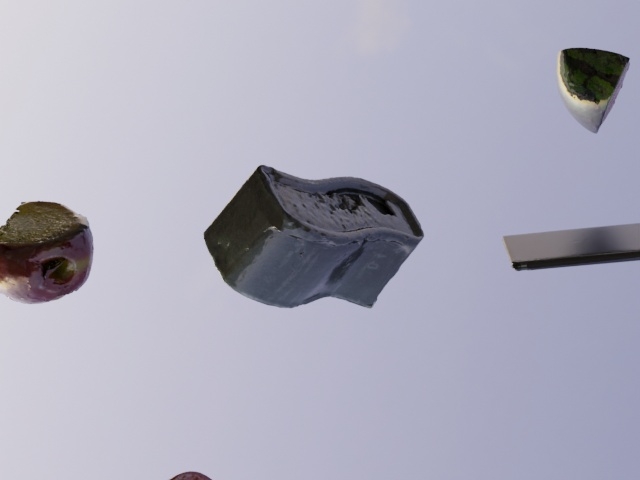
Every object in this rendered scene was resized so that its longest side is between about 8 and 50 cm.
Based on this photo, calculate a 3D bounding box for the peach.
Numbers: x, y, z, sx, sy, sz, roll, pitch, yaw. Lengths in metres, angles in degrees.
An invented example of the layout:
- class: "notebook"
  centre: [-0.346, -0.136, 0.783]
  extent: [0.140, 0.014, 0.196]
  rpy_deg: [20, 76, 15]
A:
- class: "peach"
  centre: [-0.331, 0.017, 1.620]
  extent: [0.127, 0.092, 0.172]
  rpy_deg: [-12, -161, -17]

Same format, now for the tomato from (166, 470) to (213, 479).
- class: "tomato"
  centre: [-0.183, 0.377, 1.791]
  extent: [0.069, 0.155, 0.155]
  rpy_deg: [-17, -143, 43]

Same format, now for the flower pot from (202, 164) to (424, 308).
- class: "flower pot"
  centre: [0.000, 0.000, 1.428]
  extent: [0.108, 0.229, 0.103]
  rpy_deg: [-51, -124, 28]

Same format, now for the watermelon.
- class: "watermelon"
  centre: [0.394, -0.223, 1.907]
  extent: [0.094, 0.125, 0.135]
  rpy_deg: [-17, 173, -29]

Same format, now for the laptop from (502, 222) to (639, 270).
- class: "laptop"
  centre: [0.315, 0.008, 1.672]
  extent: [0.180, 0.016, 0.129]
  rpy_deg: [-4, -165, 3]
